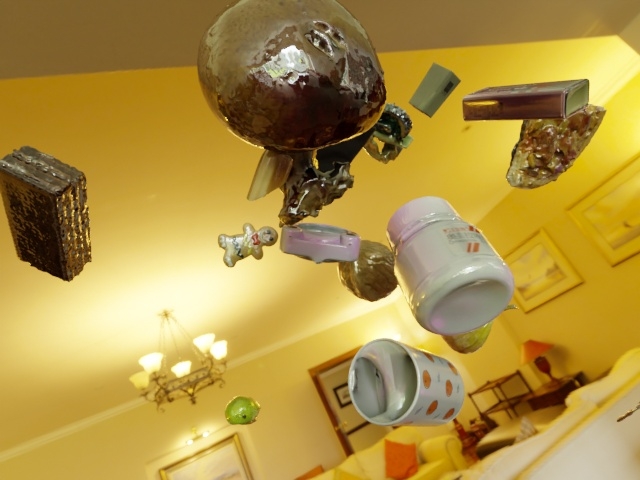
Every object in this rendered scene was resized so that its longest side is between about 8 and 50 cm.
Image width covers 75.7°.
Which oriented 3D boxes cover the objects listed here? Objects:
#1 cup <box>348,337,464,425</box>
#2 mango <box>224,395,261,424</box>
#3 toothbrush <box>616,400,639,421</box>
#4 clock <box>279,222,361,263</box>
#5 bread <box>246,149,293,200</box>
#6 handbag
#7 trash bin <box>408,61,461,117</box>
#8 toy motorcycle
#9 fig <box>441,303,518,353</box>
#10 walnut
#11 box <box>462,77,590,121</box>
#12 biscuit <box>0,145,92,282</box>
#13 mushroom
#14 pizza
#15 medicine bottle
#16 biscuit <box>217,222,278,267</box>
[{"bbox_3d":[0.257,0.403,1.141,0.212,0.212,0.317,-38,-42,25],"label":"cup"},{"bbox_3d":[-0.212,0.466,1.139,0.091,0.074,0.165,7,-15,1],"label":"mango"},{"bbox_3d":[0.929,0.519,1.239,0.019,0.013,0.193,-52,-32,-25],"label":"toothbrush"},{"bbox_3d":[0.000,0.000,1.214,0.228,0.090,0.248,8,10,0],"label":"clock"},{"bbox_3d":[-0.093,-0.116,0.751,0.062,0.049,0.103,12,-77,-50],"label":"bread"},{"bbox_3d":[0.022,-0.311,1.234,0.223,0.080,0.247,20,-56,-33],"label":"handbag"},{"bbox_3d":[0.232,-0.307,0.847,0.043,0.061,0.092,16,-63,-43],"label":"trash bin"},{"bbox_3d":[0.139,-0.408,1.422,0.168,0.410,0.237,-52,-33,-14],"label":"toy motorcycle"},{"bbox_3d":[0.511,0.264,1.326,0.257,0.159,0.159,-33,-22,30],"label":"fig"},{"bbox_3d":[0.166,0.100,1.419,0.228,0.228,0.228,-24,-22,-10],"label":"walnut"},{"bbox_3d":[0.436,-0.300,0.890,0.120,0.224,0.069,-28,-63,-32],"label":"box"},{"bbox_3d":[-0.462,-0.032,0.702,0.252,0.106,0.070,-63,2,43],"label":"biscuit"},{"bbox_3d":[-0.036,-0.268,0.772,0.331,0.334,0.356,-35,-19,-11],"label":"mushroom"},{"bbox_3d":[0.731,-0.319,1.279,0.409,0.114,0.277,-36,-57,-12],"label":"pizza"},{"bbox_3d":[0.302,0.053,1.027,0.241,0.302,0.241,-7,-49,-8],"label":"medicine bottle"},{"bbox_3d":[-0.279,0.008,1.613,0.240,0.158,0.035,-22,-5,-17],"label":"biscuit"}]
